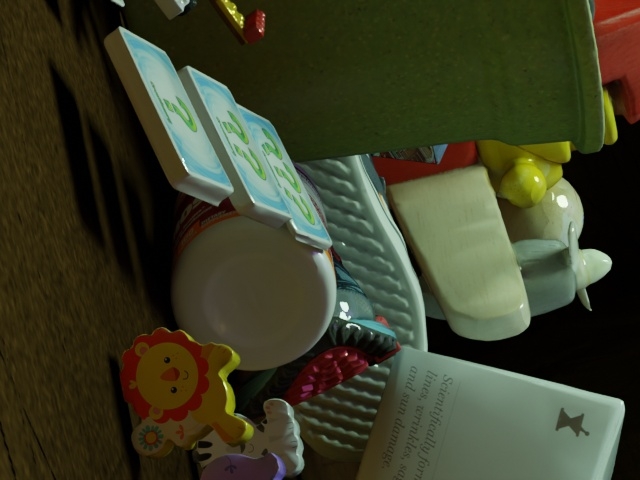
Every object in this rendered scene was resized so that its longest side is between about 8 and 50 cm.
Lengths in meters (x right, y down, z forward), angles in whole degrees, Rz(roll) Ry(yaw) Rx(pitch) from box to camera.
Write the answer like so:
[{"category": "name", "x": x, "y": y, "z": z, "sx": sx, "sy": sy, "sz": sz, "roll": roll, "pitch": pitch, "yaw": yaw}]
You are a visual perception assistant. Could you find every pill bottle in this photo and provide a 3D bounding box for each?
[{"category": "pill bottle", "x": -0.038, "y": 0.001, "z": 0.983, "sx": 0.152, "sy": 0.086, "sz": 0.086, "roll": -100, "pitch": 174, "yaw": -68}]

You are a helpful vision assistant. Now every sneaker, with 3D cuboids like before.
[{"category": "sneaker", "x": -0.029, "y": 0.035, "z": 1.124, "sx": 0.125, "sy": 0.104, "sz": 0.262, "roll": 63, "pitch": -4, "yaw": -1}, {"category": "sneaker", "x": 0.000, "y": 0.000, "z": 1.346, "sx": 0.127, "sy": 0.126, "sz": 0.321, "roll": -107, "pitch": -176, "yaw": -71}]

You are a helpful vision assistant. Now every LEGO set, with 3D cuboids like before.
[{"category": "LEGO set", "x": -0.062, "y": -0.121, "z": 0.866, "sx": 0.244, "sy": 0.060, "sz": 0.182, "roll": 63, "pitch": 15, "yaw": 19}]

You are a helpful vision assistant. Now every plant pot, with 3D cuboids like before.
[{"category": "plant pot", "x": 0.013, "y": -0.156, "z": 1.104, "sx": 0.276, "sy": 0.253, "sz": 0.276, "roll": -14, "pitch": 90, "yaw": -87}]

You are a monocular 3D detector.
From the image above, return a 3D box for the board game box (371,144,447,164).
[{"category": "board game box", "x": 0.000, "y": -0.167, "z": 1.367, "sx": 0.243, "sy": 0.165, "sz": 0.042, "roll": 74, "pitch": 34, "yaw": -43}]

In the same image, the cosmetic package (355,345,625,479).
[{"category": "cosmetic package", "x": 0.111, "y": 0.226, "z": 1.276, "sx": 0.385, "sy": 0.156, "sz": 0.217, "roll": 65, "pitch": 41, "yaw": -71}]

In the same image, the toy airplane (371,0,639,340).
[{"category": "toy airplane", "x": 0.119, "y": -0.065, "z": 1.586, "sx": 0.272, "sy": 0.384, "sz": 0.386, "roll": 48, "pitch": 61, "yaw": -30}]

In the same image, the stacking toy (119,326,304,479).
[{"category": "stacking toy", "x": -0.029, "y": 0.157, "z": 0.774, "sx": 0.167, "sy": 0.052, "sz": 0.221, "roll": 59, "pitch": 19, "yaw": -74}]
